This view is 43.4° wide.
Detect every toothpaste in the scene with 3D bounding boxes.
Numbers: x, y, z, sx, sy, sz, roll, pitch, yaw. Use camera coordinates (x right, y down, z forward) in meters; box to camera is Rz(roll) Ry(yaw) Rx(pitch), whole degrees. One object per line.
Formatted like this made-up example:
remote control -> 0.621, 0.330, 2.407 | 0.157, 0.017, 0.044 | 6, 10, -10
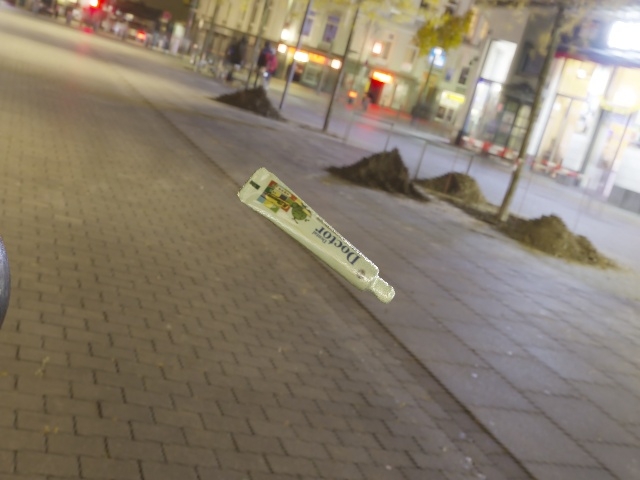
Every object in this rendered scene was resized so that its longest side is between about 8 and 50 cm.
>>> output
toothpaste -> 0.000, 0.000, 1.091 | 0.255, 0.037, 0.067 | 40, 55, -7

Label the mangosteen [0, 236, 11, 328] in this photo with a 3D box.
mangosteen -> -0.596, 0.025, 0.979 | 0.435, 0.382, 0.382 | 58, 23, 9
